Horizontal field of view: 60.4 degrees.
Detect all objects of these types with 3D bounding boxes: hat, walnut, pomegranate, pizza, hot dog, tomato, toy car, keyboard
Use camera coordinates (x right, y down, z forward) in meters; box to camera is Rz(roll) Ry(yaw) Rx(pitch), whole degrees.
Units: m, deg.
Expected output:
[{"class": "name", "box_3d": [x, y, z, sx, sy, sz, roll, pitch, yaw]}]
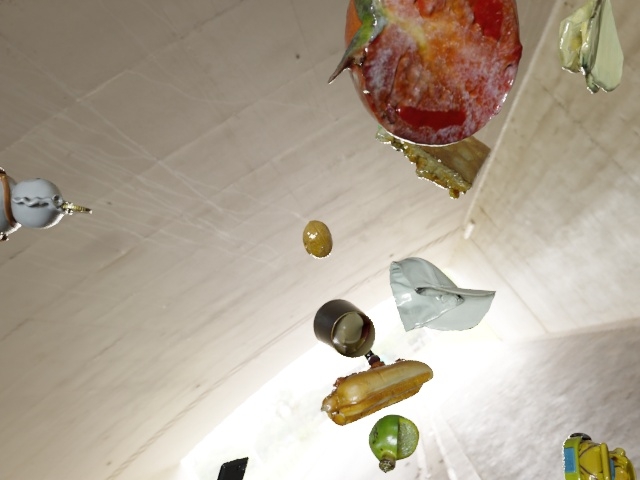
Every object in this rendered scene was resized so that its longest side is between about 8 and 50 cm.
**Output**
[{"class": "hat", "box_3d": [0.349, 0.140, 1.586, 0.301, 0.168, 0.258, 2, -34, 3]}, {"class": "walnut", "box_3d": [0.000, 0.000, 1.594, 0.091, 0.121, 0.052, -28, 21, -19]}, {"class": "pomegranate", "box_3d": [0.188, 0.561, 1.528, 0.169, 0.122, 0.143, -32, -48, -42]}, {"class": "pizza", "box_3d": [0.293, -0.240, 1.388, 0.268, 0.257, 0.087, -46, -6, -48]}, {"class": "hot dog", "box_3d": [0.096, 0.246, 0.936, 0.249, 0.076, 0.102, -7, -35, -42]}, {"class": "tomato", "box_3d": [0.150, -0.306, 0.842, 0.308, 0.170, 0.309, -11, -63, -22]}, {"class": "toy car", "box_3d": [0.738, 0.608, 1.421, 0.142, 0.247, 0.201, -28, 39, 42]}, {"class": "keyboard", "box_3d": [-0.236, 0.642, 1.375, 0.093, 0.025, 0.231, 2, -69, -42]}]

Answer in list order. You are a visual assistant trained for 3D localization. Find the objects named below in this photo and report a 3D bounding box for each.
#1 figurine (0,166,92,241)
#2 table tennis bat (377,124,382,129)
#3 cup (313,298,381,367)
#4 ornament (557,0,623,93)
[{"class": "figurine", "box_3d": [-0.584, -0.062, 1.051, 0.143, 0.271, 0.144, -163, 90, -83]}, {"class": "table tennis bat", "box_3d": [0.294, -0.388, 1.711, 0.257, 0.160, 0.039, -31, -51, -20]}, {"class": "cup", "box_3d": [0.109, 0.288, 1.695, 0.166, 0.239, 0.177, -65, 14, -6]}, {"class": "ornament", "box_3d": [0.525, -0.389, 1.046, 0.201, 0.059, 0.180, 12, -92, -45]}]
